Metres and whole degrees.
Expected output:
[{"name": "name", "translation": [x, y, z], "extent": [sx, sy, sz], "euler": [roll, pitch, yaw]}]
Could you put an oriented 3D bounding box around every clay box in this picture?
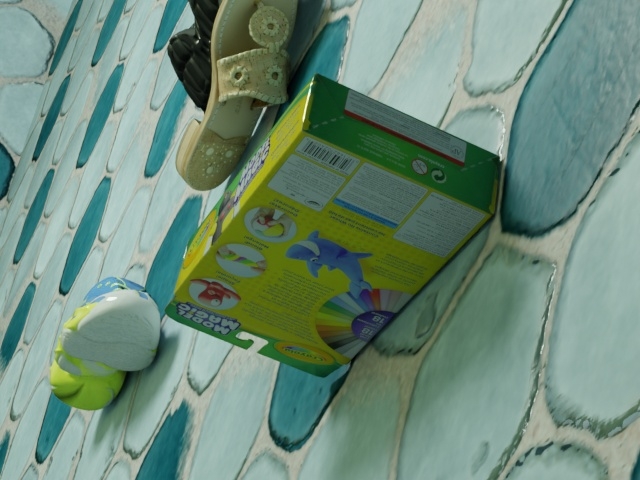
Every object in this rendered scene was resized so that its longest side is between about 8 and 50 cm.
[{"name": "clay box", "translation": [0.000, 0.000, 1.113], "extent": [0.222, 0.127, 0.053], "euler": [-48, 24, 49]}]

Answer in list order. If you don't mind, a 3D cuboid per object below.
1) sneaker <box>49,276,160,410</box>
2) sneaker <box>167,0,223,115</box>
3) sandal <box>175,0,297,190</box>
[{"name": "sneaker", "translation": [-0.206, 0.072, 1.760], "extent": [0.240, 0.091, 0.126], "euler": [-45, 27, 56]}, {"name": "sneaker", "translation": [-0.076, -0.202, 1.742], "extent": [0.106, 0.101, 0.267], "euler": [-32, -12, -22]}, {"name": "sandal", "translation": [-0.058, -0.135, 1.633], "extent": [0.079, 0.088, 0.240], "euler": [47, 126, 39]}]
